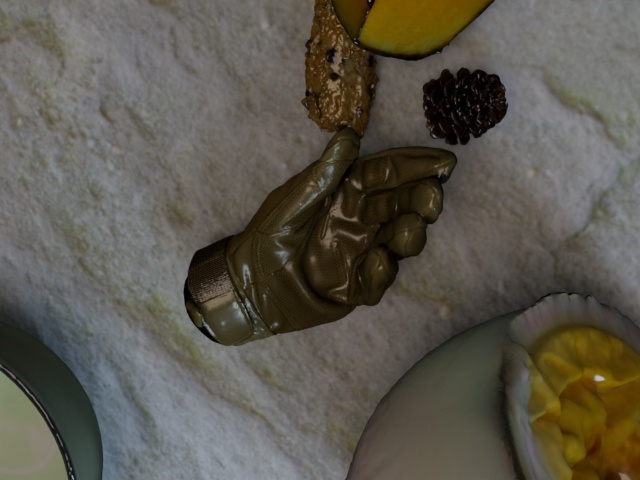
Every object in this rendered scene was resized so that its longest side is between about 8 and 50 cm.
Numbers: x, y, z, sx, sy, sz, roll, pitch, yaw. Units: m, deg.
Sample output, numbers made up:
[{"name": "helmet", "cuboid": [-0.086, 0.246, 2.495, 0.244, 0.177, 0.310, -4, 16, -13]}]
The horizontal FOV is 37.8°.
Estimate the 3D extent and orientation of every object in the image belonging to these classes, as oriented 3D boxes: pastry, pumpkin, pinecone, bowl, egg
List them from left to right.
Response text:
[{"name": "bowl", "cuboid": [-0.395, 0.232, 1.071, 0.354, 0.185, 0.353, 3, 104, 13]}, {"name": "pastry", "cuboid": [0.022, -0.176, 0.934, 0.080, 0.056, 0.140, 13, 100, 3]}, {"name": "pumpkin", "cuboid": [0.106, -0.336, 0.846, 0.148, 0.169, 0.312, 55, 139, 39]}, {"name": "pinecone", "cuboid": [0.139, -0.132, 0.903, 0.077, 0.083, 0.077, 3, 84, -24]}, {"name": "egg", "cuboid": [0.169, 0.271, 0.870, 0.354, 0.354, 0.340, 48, 128, -1]}]

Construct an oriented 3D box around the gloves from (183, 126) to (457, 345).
[{"name": "gloves", "cuboid": [0.007, 0.001, 0.939, 0.331, 0.141, 0.154, -29, 70, 29]}]
